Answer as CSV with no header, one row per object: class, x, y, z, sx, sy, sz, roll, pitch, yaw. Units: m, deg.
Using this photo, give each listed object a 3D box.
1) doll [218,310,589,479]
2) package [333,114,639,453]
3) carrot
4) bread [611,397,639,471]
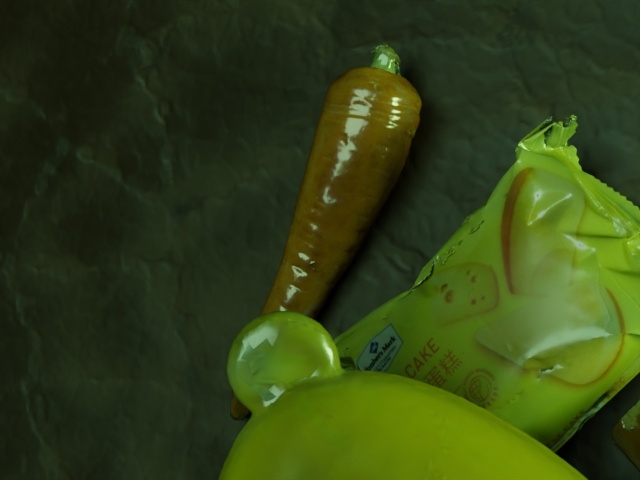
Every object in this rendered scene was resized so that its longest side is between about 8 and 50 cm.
doll,0.121,0.244,0.672,0.348,0.161,0.423,0,89,2
package,0.105,0.054,0.781,0.226,0.090,0.168,-48,61,16
carrot,0.000,0.000,0.870,0.061,0.061,0.256,24,95,29
bread,0.196,0.119,0.752,0.047,0.036,0.083,-47,61,14
